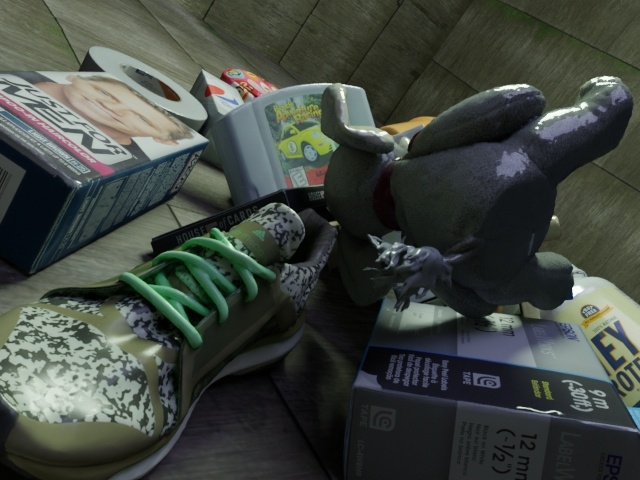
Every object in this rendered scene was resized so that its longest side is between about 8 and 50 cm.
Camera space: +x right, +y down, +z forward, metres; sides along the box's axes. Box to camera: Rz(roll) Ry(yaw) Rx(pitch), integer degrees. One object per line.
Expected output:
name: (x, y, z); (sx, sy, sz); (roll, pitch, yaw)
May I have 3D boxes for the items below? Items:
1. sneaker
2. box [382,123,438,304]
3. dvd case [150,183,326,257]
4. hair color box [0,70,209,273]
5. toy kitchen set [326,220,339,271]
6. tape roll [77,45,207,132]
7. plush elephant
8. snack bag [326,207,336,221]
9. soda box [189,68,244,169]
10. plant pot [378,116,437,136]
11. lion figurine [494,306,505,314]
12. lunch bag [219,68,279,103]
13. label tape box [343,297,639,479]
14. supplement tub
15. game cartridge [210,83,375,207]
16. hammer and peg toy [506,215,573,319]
sneaker: (-0.098, 0.037, 0.471); (0.158, 0.182, 0.410); (39, 18, 10)
box: (0.140, -0.009, 0.872); (0.262, 0.127, 0.231); (52, 16, -75)
dvd case: (-0.073, -0.031, 0.726); (0.029, 0.180, 0.239); (71, 21, -1)
hair color box: (-0.272, -0.102, 0.641); (0.174, 0.105, 0.347); (35, 17, -3)
toy kitchen set: (0.000, 0.000, 0.947); (0.068, 0.083, 0.075); (-12, 31, -7)
tape roll: (-0.310, -0.245, 0.993); (0.219, 0.072, 0.219); (32, 19, -12)
plush elephant: (0.120, -0.051, 0.640); (0.330, 0.271, 0.255); (-17, 34, -30)
snack bag: (0.052, -0.121, 1.252); (0.323, 0.037, 0.343); (57, 19, 25)
soda box: (-0.206, -0.244, 1.142); (0.091, 0.098, 0.286); (25, 21, -29)
plant pot: (0.273, -0.247, 1.770); (0.204, 0.290, 0.291); (0, 36, -36)
lion figurine: (0.372, 0.057, 1.256); (0.142, 0.240, 0.392); (12, 41, 14)
lunch bag: (-0.114, -0.300, 1.415); (0.258, 0.120, 0.293); (40, 18, 12)
label tape box: (0.217, 0.164, 0.585); (0.348, 0.115, 0.249); (4, 13, 12)
supplement tub: (0.508, 0.215, 1.034); (0.236, 0.235, 0.324); (17, 25, -44)
game cartridge: (-0.025, -0.155, 0.944); (0.294, 0.060, 0.195); (-21, 92, -31)
hammer and peg toy: (0.322, 0.057, 0.919); (0.266, 0.128, 0.360); (51, 34, -58)
